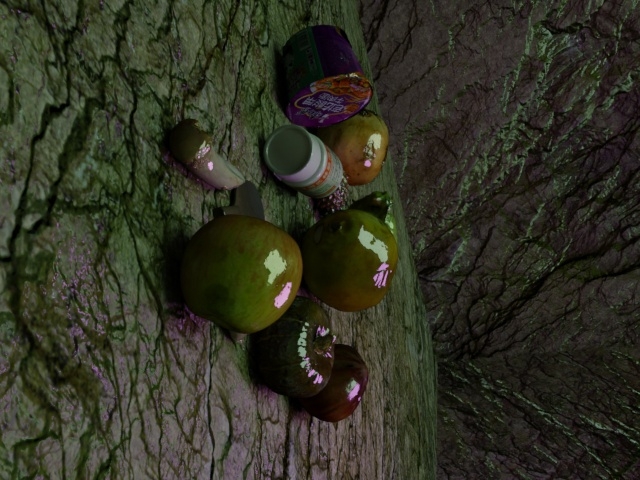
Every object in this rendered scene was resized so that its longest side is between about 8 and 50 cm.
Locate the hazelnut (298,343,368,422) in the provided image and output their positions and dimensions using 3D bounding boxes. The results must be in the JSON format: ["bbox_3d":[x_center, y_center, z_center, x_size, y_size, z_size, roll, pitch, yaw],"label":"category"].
[{"bbox_3d":[0.030,0.335,1.337,0.204,0.177,0.178,1,80,-73],"label":"hazelnut"}]

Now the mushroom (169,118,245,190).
[{"bbox_3d":[-0.196,-0.140,1.019,0.084,0.071,0.209,56,4,23],"label":"mushroom"}]

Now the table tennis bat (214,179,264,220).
[{"bbox_3d":[-0.161,-0.060,1.176,0.234,0.022,0.131,-18,100,-76],"label":"table tennis bat"}]

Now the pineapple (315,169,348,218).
[{"bbox_3d":[0.039,-0.094,1.715,0.125,0.125,0.252,-63,145,-63],"label":"pineapple"}]

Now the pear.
[{"bbox_3d":[0.078,0.051,1.484,0.321,0.268,0.269,76,14,-51],"label":"pear"}]

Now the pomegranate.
[{"bbox_3d":[0.096,-0.300,1.791,0.260,0.260,0.261,-9,90,-73],"label":"pomegranate"}]

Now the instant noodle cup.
[{"bbox_3d":[0.005,-0.460,1.587,0.251,0.251,0.190,34,40,-68],"label":"instant noodle cup"}]

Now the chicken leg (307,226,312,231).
[{"bbox_3d":[0.002,-0.007,1.634,0.205,0.053,0.093,-2,106,-66],"label":"chicken leg"}]

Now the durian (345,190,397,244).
[{"bbox_3d":[0.149,0.031,1.888,0.256,0.204,0.340,-54,143,-48],"label":"durian"}]

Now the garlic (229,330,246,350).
[{"bbox_3d":[-0.145,0.122,1.042,0.084,0.066,0.152,28,52,-72],"label":"garlic"}]

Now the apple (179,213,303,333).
[{"bbox_3d":[-0.128,0.057,0.921,0.196,0.195,0.196,-9,90,-73],"label":"apple"}]

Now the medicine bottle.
[{"bbox_3d":[-0.041,-0.195,1.432,0.252,0.144,0.145,25,57,-69],"label":"medicine bottle"}]

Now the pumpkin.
[{"bbox_3d":[-0.037,0.219,1.192,0.219,0.162,0.219,-12,90,-70],"label":"pumpkin"}]
